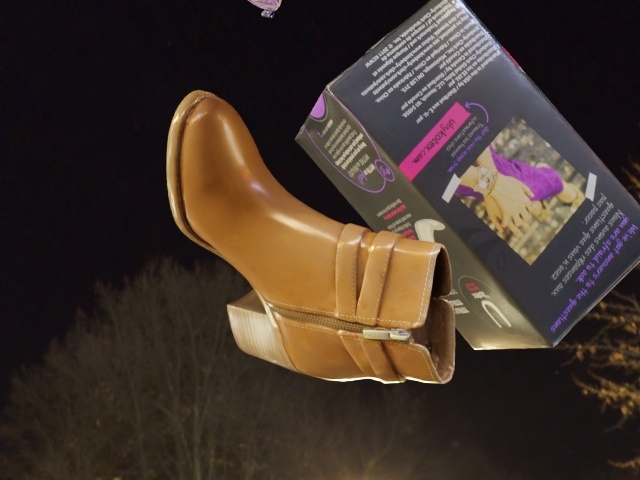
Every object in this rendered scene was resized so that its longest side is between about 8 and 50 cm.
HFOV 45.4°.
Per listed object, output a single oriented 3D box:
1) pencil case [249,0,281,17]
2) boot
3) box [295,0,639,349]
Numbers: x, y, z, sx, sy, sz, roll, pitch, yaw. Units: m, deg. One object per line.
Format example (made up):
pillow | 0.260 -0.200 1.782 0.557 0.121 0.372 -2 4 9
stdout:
pencil case | -0.046 -0.411 1.028 0.086 0.088 0.206 31 -95 -47
boot | 0.000 0.000 0.455 0.152 0.073 0.197 4 -53 35
box | 0.126 -0.050 0.671 0.143 0.270 0.165 -41 1 -13
